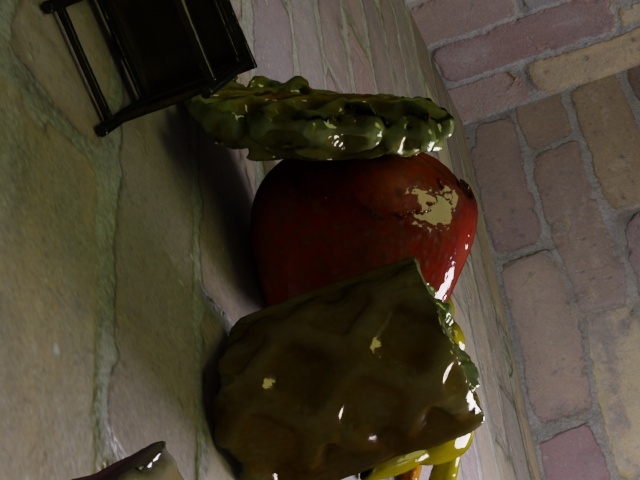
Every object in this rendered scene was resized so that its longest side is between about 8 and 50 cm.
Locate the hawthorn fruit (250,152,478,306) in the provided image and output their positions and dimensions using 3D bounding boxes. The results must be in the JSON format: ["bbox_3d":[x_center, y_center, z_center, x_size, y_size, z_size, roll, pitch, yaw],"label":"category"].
[{"bbox_3d":[0.042,0.031,1.487,0.276,0.276,0.307,2,97,-75],"label":"hawthorn fruit"}]

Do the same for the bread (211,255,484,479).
[{"bbox_3d":[0.031,0.145,1.299,0.238,0.252,0.196,-71,137,-74],"label":"bread"}]

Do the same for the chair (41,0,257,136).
[{"bbox_3d":[-0.156,-0.215,1.254,0.260,0.141,0.154,-60,131,-67],"label":"chair"}]

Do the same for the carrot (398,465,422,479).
[{"bbox_3d":[0.147,0.296,1.921,0.062,0.066,0.271,27,22,2],"label":"carrot"}]

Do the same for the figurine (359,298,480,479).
[{"bbox_3d":[0.124,0.199,1.735,0.218,0.169,0.326,14,55,-55],"label":"figurine"}]

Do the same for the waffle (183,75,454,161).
[{"bbox_3d":[-0.005,-0.143,1.433,0.297,0.317,0.073,-107,-160,-76],"label":"waffle"}]

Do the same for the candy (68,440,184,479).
[{"bbox_3d":[-0.163,0.211,0.660,0.115,0.155,0.265,66,15,-5],"label":"candy"}]
